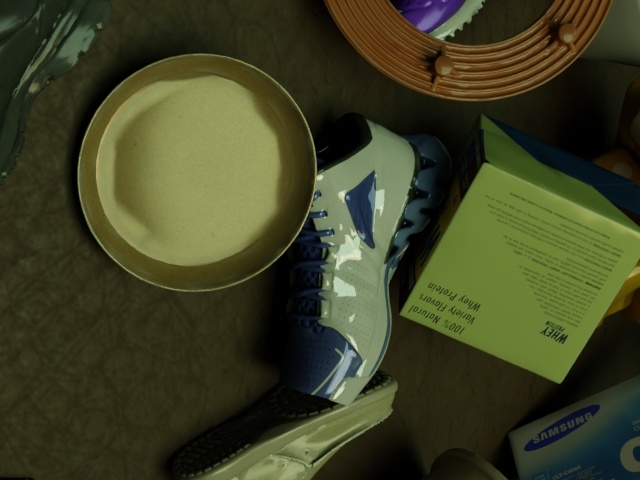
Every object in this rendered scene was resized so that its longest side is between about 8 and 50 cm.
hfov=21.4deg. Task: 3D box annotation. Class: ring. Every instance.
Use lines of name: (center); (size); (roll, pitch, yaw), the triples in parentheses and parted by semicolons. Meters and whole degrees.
ring: (0.155, -0.311, 1.739); (0.337, 0.032, 0.336); (0, 88, -14)

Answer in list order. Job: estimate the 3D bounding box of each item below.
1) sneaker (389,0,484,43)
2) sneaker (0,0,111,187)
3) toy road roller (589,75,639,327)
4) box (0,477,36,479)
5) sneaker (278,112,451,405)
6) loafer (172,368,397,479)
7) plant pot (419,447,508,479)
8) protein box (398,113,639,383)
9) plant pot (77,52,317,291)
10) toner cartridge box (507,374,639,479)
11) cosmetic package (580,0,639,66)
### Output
sneaker: (0.131, -0.317, 1.800); (0.293, 0.102, 0.146); (-42, 108, -14)
sneaker: (-0.301, -0.136, 1.440); (0.130, 0.109, 0.286); (40, 68, -33)
toy road roller: (0.367, -0.023, 1.944); (0.241, 0.202, 0.329); (-25, 153, -13)
box: (-0.351, 0.286, 1.627); (0.162, 0.029, 0.116); (7, 98, -40)
sneaker: (0.001, -0.001, 1.774); (0.182, 0.127, 0.315); (29, 77, -36)
loafer: (-0.033, 0.218, 1.818); (0.268, 0.102, 0.092); (-25, 118, -20)
plant pot: (0.088, 0.443, 1.854); (0.305, 0.334, 0.333); (-23, 116, -20)
protein box: (0.216, 0.009, 1.829); (0.200, 0.136, 0.201); (23, 116, -8)
plant pot: (-0.122, -0.067, 1.660); (0.236, 0.032, 0.236); (-3, 102, -13)
toner cartridge box: (0.405, 0.236, 2.004); (0.348, 0.165, 0.075); (-26, 124, 12)
cosmetic package: (0.354, -0.412, 1.905); (0.217, 0.156, 0.385); (-32, 121, -27)
